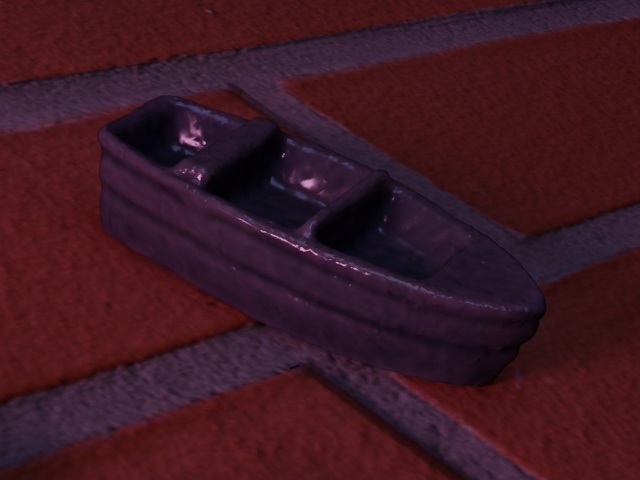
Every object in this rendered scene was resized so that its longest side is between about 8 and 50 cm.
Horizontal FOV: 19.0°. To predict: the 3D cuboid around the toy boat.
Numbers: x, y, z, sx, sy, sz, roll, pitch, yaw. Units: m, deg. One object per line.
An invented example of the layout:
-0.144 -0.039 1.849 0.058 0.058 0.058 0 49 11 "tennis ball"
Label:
0.000 0.000 1.129 0.283 0.078 0.127 26 27 18 "toy boat"
